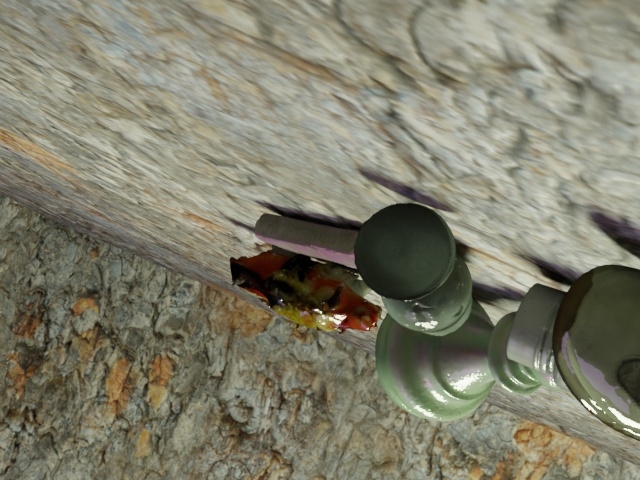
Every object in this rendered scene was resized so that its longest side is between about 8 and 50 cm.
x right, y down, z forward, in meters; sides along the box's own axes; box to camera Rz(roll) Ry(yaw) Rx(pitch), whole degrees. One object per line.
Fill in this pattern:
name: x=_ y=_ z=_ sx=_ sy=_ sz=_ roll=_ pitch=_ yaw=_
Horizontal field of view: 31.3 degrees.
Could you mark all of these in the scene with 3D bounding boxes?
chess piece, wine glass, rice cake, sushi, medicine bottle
chess piece: x=0.178 y=0.107 z=1.091 sx=0.139 sy=0.139 sz=0.272 roll=27 pitch=161 yaw=-26
wine glass: x=0.082 y=0.030 z=0.930 sx=0.079 sy=0.079 sz=0.195 roll=22 pitch=171 yaw=17
rice cake: x=0.000 y=0.000 z=1.144 sx=0.047 sy=0.036 sz=0.207 roll=17 pitch=178 yaw=-35
sushi: x=-0.010 y=0.065 z=1.440 sx=0.226 sy=0.103 sz=0.097 roll=22 pitch=146 yaw=35
medicine bottle: x=0.216 y=0.084 z=0.880 sx=0.130 sy=0.080 sz=0.080 roll=21 pitch=172 yaw=23

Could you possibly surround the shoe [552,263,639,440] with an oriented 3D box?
shoe: x=0.272 y=0.092 z=0.708 sx=0.275 sy=0.103 sz=0.098 roll=19 pitch=173 yaw=-13
